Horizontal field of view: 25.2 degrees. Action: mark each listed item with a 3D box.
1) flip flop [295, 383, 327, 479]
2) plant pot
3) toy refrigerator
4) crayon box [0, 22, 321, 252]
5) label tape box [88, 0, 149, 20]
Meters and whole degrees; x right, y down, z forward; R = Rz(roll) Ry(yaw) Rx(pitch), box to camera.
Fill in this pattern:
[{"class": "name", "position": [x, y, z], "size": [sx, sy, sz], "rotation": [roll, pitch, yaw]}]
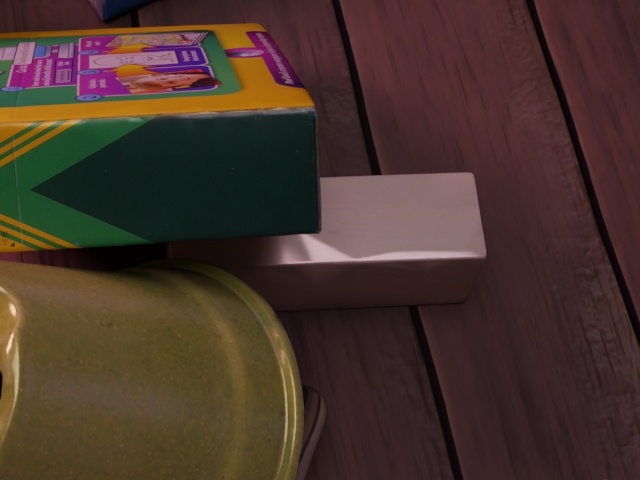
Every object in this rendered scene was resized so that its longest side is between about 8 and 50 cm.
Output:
[{"class": "flip flop", "position": [-0.060, 0.242, 1.147], "size": [0.080, 0.112, 0.277], "rotation": [50, 52, -31]}, {"class": "plant pot", "position": [-0.195, 0.123, 1.030], "size": [0.276, 0.254, 0.276], "rotation": [-9, 73, 32]}, {"class": "toy refrigerator", "position": [0.000, 0.000, 1.262], "size": [0.269, 0.102, 0.094], "rotation": [-3, 64, -7]}, {"class": "crayon box", "position": [-0.181, -0.094, 1.167], "size": [0.313, 0.363, 0.106], "rotation": [-4, 109, -7]}, {"class": "label tape box", "position": [-0.193, -0.420, 1.442], "size": [0.249, 0.115, 0.347], "rotation": [-27, 72, -18]}]
